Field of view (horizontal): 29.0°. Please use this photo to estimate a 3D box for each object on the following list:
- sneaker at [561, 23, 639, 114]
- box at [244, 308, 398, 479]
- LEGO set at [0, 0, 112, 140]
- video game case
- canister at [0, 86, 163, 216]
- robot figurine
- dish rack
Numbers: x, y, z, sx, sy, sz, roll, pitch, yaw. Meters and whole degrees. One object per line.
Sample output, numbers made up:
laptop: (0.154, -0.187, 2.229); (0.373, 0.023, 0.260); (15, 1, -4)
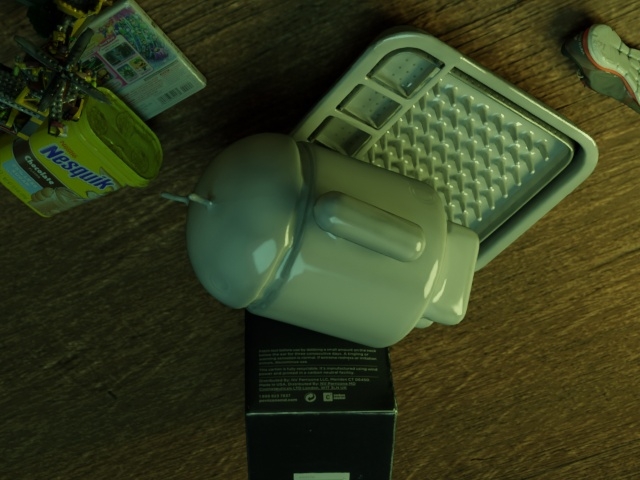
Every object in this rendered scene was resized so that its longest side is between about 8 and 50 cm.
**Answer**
sneaker: (0.335, -0.193, 1.424); (0.065, 0.061, 0.158); (-10, 141, 47)
box: (-0.007, 0.205, 1.610); (0.179, 0.312, 0.343); (-1, 134, -1)
LEGO set: (-0.332, -0.255, 1.184); (0.331, 0.255, 0.192); (32, 142, -20)
video game case: (-0.235, -0.192, 1.413); (0.157, 0.019, 0.143); (-26, 130, 22)
canister: (-0.289, -0.098, 1.446); (0.170, 0.073, 0.126); (-18, 133, 32)
robot figurine: (0.000, 0.000, 1.386); (0.353, 0.200, 0.300); (17, 164, -21)
dish rack: (0.130, -0.108, 1.475); (0.332, 0.072, 0.285); (27, 127, -26)
